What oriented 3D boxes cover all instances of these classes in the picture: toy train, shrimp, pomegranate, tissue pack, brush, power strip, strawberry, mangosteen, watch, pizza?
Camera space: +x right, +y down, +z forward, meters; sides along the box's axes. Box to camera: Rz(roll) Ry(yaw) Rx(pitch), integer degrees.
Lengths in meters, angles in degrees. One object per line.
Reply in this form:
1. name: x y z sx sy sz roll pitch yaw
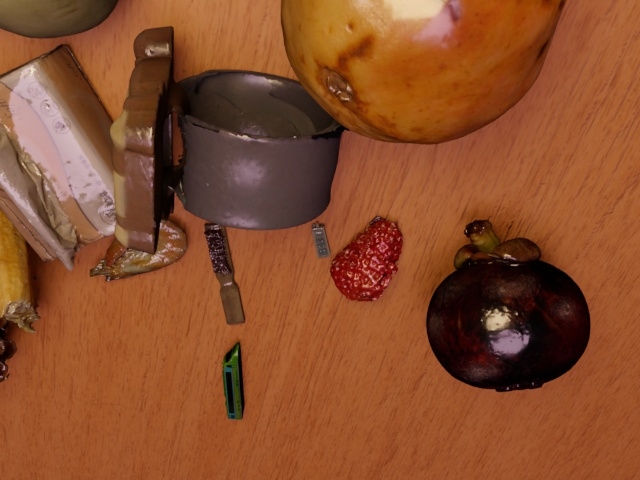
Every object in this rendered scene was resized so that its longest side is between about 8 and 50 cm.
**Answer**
1. toy train: -0.199 0.315 1.377 0.042 0.044 0.209 1 121 0
2. shrimp: -0.361 0.018 1.192 0.217 0.051 0.115 -22 113 13
3. pomegranate: 0.142 -0.331 0.821 0.410 0.410 0.410 0 121 -1
4. tissue pack: -0.451 -0.121 1.003 0.238 0.238 0.305 -20 120 11
5. brush: -0.194 0.077 1.238 0.043 0.036 0.248 -3 121 6
6. power strip: 0.000 0.000 1.206 0.027 0.017 0.083 -11 122 4
7. strawberry: 0.093 0.045 1.199 0.121 0.082 0.188 21 122 -10
8. mangosteen: 0.346 0.142 1.165 0.297 0.293 0.297 -14 144 -10
9. watch: -0.127 -0.133 0.933 0.327 0.335 0.314 3 122 -10
10. pizza: -0.566 0.086 1.128 0.075 0.280 0.288 -7 136 -23

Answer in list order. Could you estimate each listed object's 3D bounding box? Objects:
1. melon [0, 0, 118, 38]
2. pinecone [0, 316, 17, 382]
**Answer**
1. melon: -0.380 -0.402 0.794 0.271 0.308 0.272 2 99 11
2. pinecone: -0.753 0.208 1.178 0.296 0.242 0.298 1 139 34
